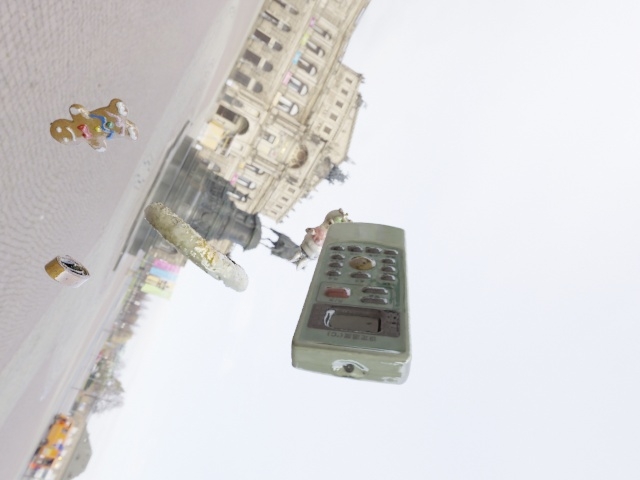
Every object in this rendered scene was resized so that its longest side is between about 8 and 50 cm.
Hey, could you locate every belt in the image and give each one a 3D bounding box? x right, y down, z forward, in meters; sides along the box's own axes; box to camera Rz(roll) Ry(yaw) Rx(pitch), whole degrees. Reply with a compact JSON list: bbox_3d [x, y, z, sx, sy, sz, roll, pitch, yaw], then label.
[{"bbox_3d":[-0.489,0.059,0.794,0.036,0.059,0.083,-39,158,-5],"label":"belt"}]

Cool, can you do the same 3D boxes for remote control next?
[{"bbox_3d":[0.049,0.050,0.508,0.285,0.123,0.038,-69,164,-58],"label":"remote control"}]

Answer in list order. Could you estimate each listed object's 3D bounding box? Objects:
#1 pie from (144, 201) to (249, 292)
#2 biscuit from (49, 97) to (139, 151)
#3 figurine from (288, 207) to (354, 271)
[{"bbox_3d":[-0.259,0.016,0.871,0.055,0.274,0.274,-51,-162,-10],"label":"pie"},{"bbox_3d":[-0.579,-0.284,1.047,0.138,0.204,0.031,86,-8,-51],"label":"biscuit"},{"bbox_3d":[-0.006,-0.008,0.840,0.146,0.098,0.081,-35,-125,-13],"label":"figurine"}]
